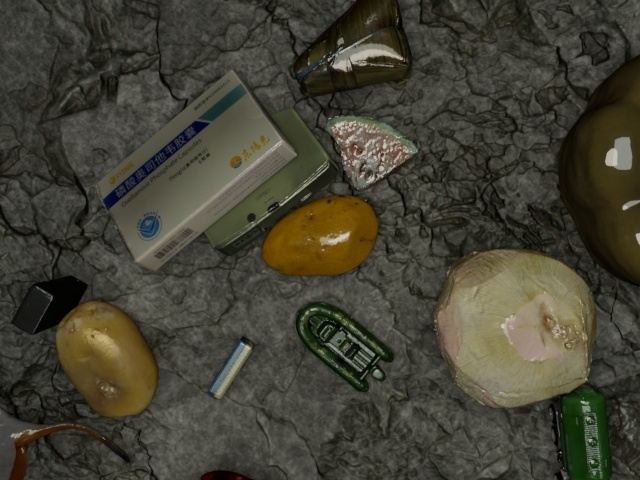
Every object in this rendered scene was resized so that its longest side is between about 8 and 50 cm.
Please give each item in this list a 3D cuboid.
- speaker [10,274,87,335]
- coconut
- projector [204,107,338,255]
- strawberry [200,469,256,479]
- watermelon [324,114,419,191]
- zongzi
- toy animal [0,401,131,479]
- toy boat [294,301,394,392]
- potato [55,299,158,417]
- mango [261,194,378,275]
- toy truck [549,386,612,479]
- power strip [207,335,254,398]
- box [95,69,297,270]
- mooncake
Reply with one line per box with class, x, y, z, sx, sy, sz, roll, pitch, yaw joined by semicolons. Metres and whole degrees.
speaker;-0.488;0.113;1.560;0.044;0.218;0.082;29;93;-1
coconut;0.345;0.152;1.528;0.297;0.254;0.297;0;93;0
projector;-0.119;-0.117;1.594;0.269;0.088;0.193;-37;66;5
strawberry;-0.151;0.582;1.501;0.295;0.345;0.317;-26;91;0
watermelon;0.083;-0.163;1.622;0.187;0.071;0.139;20;98;-8
zongzi;0.045;-0.397;1.597;0.221;0.112;0.242;-12;83;2
toy animal;-0.561;0.372;1.618;0.284;0.225;0.302;-33;79;-17
toy boat;0.041;0.198;1.634;0.210;0.052;0.104;40;94;-1
potato;-0.392;0.221;1.602;0.150;0.146;0.233;-15;109;43
mango;0.000;0.000;1.602;0.227;0.109;0.147;-22;94;3
toy truck;0.493;0.391;1.594;0.101;0.125;0.242;-6;92;0
power strip;-0.170;0.244;1.637;0.032;0.056;0.123;33;92;-1
box;-0.231;-0.126;1.552;0.343;0.065;0.200;-39;62;8
mooncake;0.665;-0.119;1.514;0.467;0.262;0.466;0;89;0
